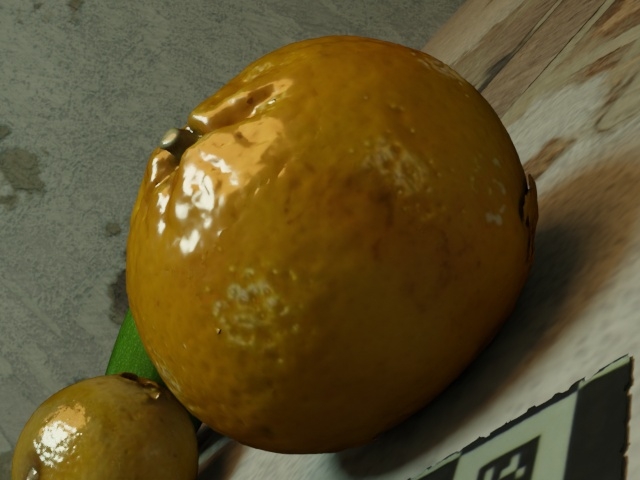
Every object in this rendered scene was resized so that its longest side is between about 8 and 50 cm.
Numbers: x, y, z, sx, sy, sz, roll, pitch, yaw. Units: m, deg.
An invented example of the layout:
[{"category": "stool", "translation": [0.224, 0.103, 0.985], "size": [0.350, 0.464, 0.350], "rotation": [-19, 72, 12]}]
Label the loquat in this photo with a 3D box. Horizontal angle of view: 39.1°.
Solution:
[{"category": "loquat", "translation": [-0.155, 0.165, 0.662], "size": [0.141, 0.141, 0.141], "rotation": [-45, 7, 7]}]

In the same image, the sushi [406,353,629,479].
[{"category": "sushi", "translation": [-0.074, 0.196, 0.281], "size": [0.359, 0.064, 0.343], "rotation": [-40, 9, 36]}]

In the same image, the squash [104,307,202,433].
[{"category": "squash", "translation": [-0.131, 0.108, 0.769], "size": [0.101, 0.101, 0.378], "rotation": [-53, -6, -43]}]

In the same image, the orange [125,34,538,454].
[{"category": "orange", "translation": [0.002, 0.000, 0.469], "size": [0.219, 0.193, 0.219], "rotation": [-29, 19, 11]}]
